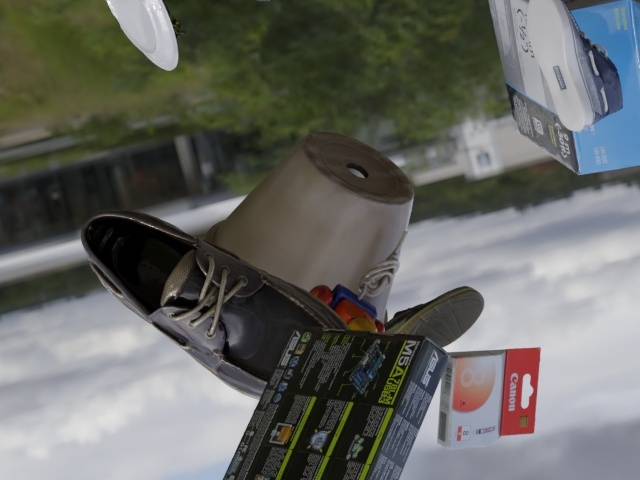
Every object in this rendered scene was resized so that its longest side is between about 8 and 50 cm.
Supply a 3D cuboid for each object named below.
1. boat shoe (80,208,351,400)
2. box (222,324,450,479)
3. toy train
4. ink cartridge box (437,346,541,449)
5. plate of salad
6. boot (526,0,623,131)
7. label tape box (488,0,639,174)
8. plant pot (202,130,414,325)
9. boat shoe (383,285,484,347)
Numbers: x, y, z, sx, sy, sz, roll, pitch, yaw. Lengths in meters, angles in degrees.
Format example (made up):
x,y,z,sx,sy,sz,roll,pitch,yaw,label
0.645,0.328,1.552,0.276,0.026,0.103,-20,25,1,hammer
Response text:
x,y,z,sx,sy,sz,roll,pitch,yaw,label
-0.123,0.069,1.606,0.355,0.132,0.130,24,176,30,boat shoe
0.009,0.171,1.392,0.184,0.191,0.045,2,150,45,box
0.046,0.107,1.782,0.248,0.105,0.143,-53,-155,6,toy train
0.266,0.240,2.321,0.179,0.145,0.045,-1,-170,-24,ink cartridge box
-0.234,-0.316,1.990,0.048,0.200,0.200,-32,-172,-20,plate of salad
0.332,-0.243,1.980,0.086,0.190,0.069,-26,-165,-33,boot
0.370,-0.238,2.183,0.115,0.249,0.348,-18,-156,-8,label tape box
0.000,0.000,2.326,0.323,0.323,0.280,-18,143,-56,plant pot
0.134,0.131,2.228,0.223,0.080,0.073,-37,-146,3,boat shoe
